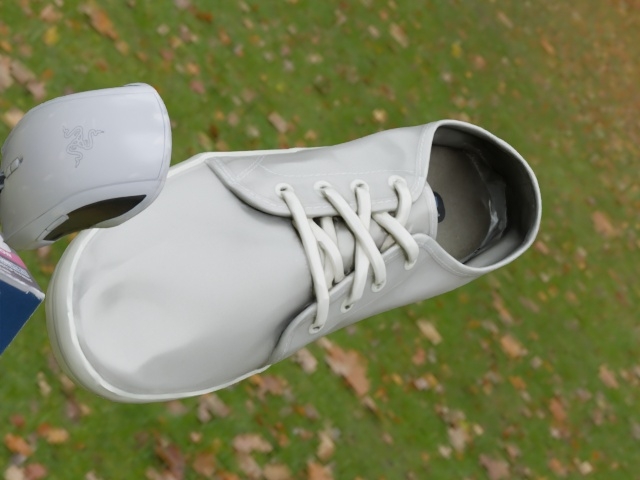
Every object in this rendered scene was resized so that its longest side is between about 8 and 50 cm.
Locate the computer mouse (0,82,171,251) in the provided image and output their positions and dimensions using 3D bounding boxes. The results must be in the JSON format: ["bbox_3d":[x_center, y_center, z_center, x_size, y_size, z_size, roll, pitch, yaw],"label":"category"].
[{"bbox_3d":[-0.146,-0.033,0.719,0.042,0.193,0.106,10,69,-43],"label":"computer mouse"}]

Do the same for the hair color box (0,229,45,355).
[{"bbox_3d":[-0.402,-0.030,1.314,0.174,0.105,0.347,33,8,-44],"label":"hair color box"}]

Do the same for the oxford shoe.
[{"bbox_3d":[0.000,0.000,1.075,0.449,0.130,0.169,-17,95,-38],"label":"oxford shoe"}]
